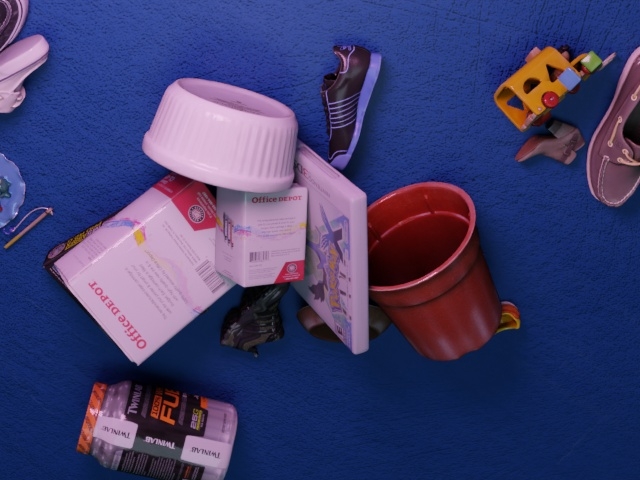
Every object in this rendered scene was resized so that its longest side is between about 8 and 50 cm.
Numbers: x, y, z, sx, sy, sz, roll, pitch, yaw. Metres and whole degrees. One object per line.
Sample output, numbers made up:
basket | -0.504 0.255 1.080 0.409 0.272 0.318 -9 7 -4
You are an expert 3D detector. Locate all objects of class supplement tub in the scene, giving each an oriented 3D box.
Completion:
supplement tub | -0.352 0.415 2.011 0.316 0.193 0.193 15 120 -12

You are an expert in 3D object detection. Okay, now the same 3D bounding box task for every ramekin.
ramekin | -0.162 -0.188 1.612 0.273 0.273 0.127 14 107 -10

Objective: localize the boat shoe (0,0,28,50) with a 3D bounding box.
boat shoe | -0.625 -0.331 1.593 0.301 0.102 0.108 -31 118 16

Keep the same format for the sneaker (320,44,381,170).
sneaker | 0.036 -0.242 1.687 0.090 0.081 0.232 14 113 -7

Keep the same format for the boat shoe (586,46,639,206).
boat shoe | 0.580 -0.196 1.717 0.117 0.096 0.324 8 121 -7

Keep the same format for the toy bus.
toy bus | 0.402 -0.290 1.646 0.104 0.202 0.191 48 121 7

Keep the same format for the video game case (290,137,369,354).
video game case | 0.000 0.000 1.714 0.036 0.300 0.329 -18 125 -22

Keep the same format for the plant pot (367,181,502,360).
plant pot | 0.213 0.075 1.795 0.272 0.272 0.265 -23 128 12

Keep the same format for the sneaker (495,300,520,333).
sneaker | 0.331 0.172 1.956 0.175 0.067 0.064 -15 123 9

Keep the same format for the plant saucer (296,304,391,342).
plant saucer | 0.049 0.173 1.903 0.199 0.036 0.198 2 157 1

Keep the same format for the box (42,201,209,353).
box | -0.388 0.082 1.882 0.216 0.060 0.270 -27 119 15

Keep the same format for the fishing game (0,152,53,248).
fishing game | -0.661 -0.095 1.777 0.189 0.041 0.264 -33 117 14

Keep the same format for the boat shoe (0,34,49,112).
boat shoe | -0.567 -0.265 1.643 0.267 0.096 0.088 -29 122 17

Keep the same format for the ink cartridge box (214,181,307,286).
ink cartridge box | -0.109 -0.021 1.687 0.128 0.127 0.176 -5 106 -30

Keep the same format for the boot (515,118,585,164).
boot | 0.439 -0.171 1.761 0.087 0.042 0.118 35 115 -23

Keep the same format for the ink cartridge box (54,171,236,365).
ink cartridge box | -0.304 0.043 1.748 0.306 0.131 0.226 -38 120 -11

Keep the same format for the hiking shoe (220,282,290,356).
hiking shoe | -0.114 0.151 1.929 0.114 0.086 0.227 25 128 -24
